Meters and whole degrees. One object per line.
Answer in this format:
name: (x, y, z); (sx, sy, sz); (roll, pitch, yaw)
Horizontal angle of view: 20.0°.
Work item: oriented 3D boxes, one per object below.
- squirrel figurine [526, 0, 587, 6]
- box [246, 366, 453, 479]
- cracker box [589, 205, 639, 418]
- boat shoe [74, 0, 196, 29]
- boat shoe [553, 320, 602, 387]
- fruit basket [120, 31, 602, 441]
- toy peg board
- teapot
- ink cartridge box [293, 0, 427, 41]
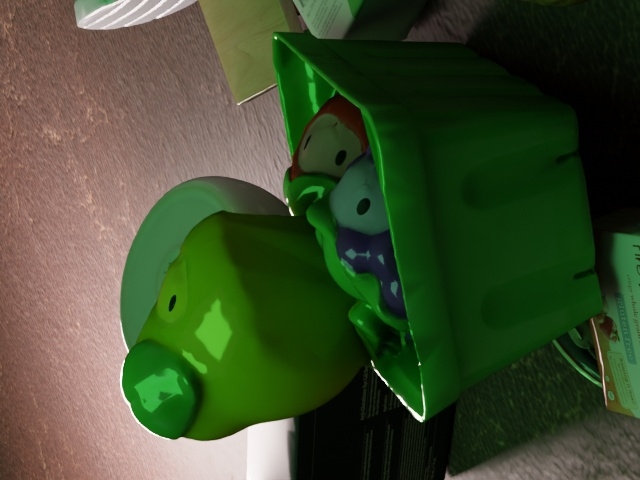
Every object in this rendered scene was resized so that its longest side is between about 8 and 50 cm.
squirrel figurine: (0.103, -0.340, 1.186); (0.370, 0.281, 0.397); (54, 149, 7)
box: (0.030, 0.143, 1.760); (0.103, 0.184, 0.261); (45, 144, 41)
cracker box: (0.290, 0.063, 1.337); (0.232, 0.067, 0.155); (8, 114, 61)
boat shoe: (-0.170, -0.324, 1.933); (0.335, 0.121, 0.119); (-27, 76, 53)
boat shoe: (0.219, 0.078, 1.512); (0.043, 0.049, 0.137); (-53, 51, 13)
fruit basket: (0.000, 0.000, 1.446); (0.392, 0.392, 0.283); (21, 126, 57)
toy peg board: (-0.045, -0.233, 1.767); (0.161, 0.079, 0.160); (-19, 91, 63)
teapot: (-0.077, 0.059, 1.926); (0.252, 0.187, 0.256); (-46, 45, 32)
ink cartridge box: (0.016, -0.291, 1.597); (0.212, 0.093, 0.154); (60, 151, 19)
